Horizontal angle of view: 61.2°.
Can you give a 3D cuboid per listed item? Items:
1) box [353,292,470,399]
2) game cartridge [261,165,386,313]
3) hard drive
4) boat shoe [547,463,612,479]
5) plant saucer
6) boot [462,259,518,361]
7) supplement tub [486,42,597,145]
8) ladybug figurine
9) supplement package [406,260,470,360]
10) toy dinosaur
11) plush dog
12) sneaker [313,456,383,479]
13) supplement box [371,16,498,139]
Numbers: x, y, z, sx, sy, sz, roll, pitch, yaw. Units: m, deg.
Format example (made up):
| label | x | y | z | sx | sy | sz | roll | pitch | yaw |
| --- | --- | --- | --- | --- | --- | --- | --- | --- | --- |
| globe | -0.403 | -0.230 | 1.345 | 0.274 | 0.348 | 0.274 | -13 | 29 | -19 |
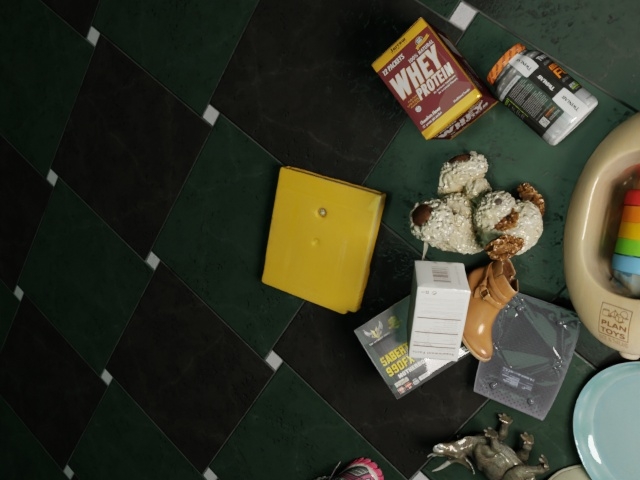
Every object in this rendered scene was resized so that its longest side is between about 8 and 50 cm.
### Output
| label | x | y | z | sx | sy | sz | roll | pitch | yaw |
| --- | --- | --- | --- | --- | --- | --- | --- | --- | --- |
| box | 0.220 | 0.220 | 1.234 | 0.231 | 0.056 | 0.183 | -32 | 84 | 0 |
| game cartridge | 0.000 | 0.000 | 1.372 | 0.285 | 0.053 | 0.323 | 19 | 110 | 23 |
| hard drive | 0.447 | 0.243 | 1.175 | 0.172 | 0.054 | 0.254 | 19 | 107 | 23 |
| boat shoe | 0.539 | 0.567 | 1.187 | 0.079 | 0.084 | 0.233 | 37 | 112 | -25 |
| plant saucer | 0.651 | 0.392 | 1.042 | 0.318 | 0.044 | 0.317 | 0 | 90 | 53 |
| boot | 0.359 | 0.142 | 1.141 | 0.152 | 0.073 | 0.197 | -42 | 49 | 45 |
| supplement tub | 0.426 | -0.288 | 1.055 | 0.190 | 0.117 | 0.117 | 47 | 116 | 12 |
| ladybug figurine | 0.600 | -0.009 | 0.957 | 0.305 | 0.162 | 0.449 | 24 | 106 | 56 |
| supplement package | 0.239 | 0.145 | 1.119 | 0.105 | 0.105 | 0.179 | 4 | 120 | 3 |
| toy dinosaur | 0.418 | 0.503 | 1.218 | 0.314 | 0.121 | 0.160 | 26 | 121 | 19 |
| plush dog | 0.337 | -0.034 | 1.113 | 0.225 | 0.262 | 0.210 | 12 | 138 | 35 |
| sneaker | 0.031 | 0.685 | 1.440 | 0.121 | 0.112 | 0.299 | 48 | 117 | 12 |
| supplement box | 0.238 | -0.319 | 1.103 | 0.129 | 0.194 | 0.191 | -39 | 81 | 28 |
